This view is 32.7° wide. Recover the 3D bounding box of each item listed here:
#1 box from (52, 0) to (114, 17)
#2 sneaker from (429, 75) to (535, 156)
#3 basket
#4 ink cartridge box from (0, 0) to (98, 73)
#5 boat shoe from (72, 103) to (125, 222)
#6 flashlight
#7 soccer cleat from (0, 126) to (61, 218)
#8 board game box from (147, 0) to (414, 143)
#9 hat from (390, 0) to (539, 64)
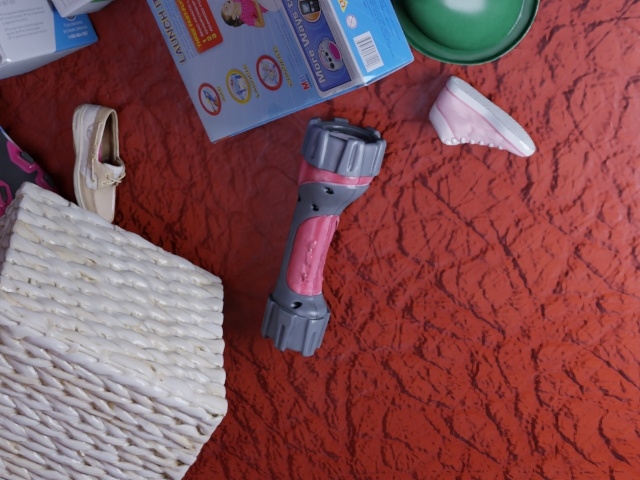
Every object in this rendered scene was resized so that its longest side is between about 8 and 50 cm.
[{"bbox_3d":[-0.293,-0.347,1.368,0.087,0.101,0.102,-23,98,23],"label":"box"},{"bbox_3d":[0.189,-0.131,1.310,0.134,0.051,0.070,40,116,6],"label":"sneaker"},{"bbox_3d":[-0.309,0.156,1.364,0.331,0.328,0.266,30,113,-22],"label":"basket"},{"bbox_3d":[-0.434,-0.356,1.344,0.129,0.223,0.307,-18,100,23],"label":"ink cartridge box"},{"bbox_3d":[-0.294,-0.099,1.467,0.059,0.063,0.170,3,107,23],"label":"boat shoe"},{"bbox_3d":[0.000,0.000,1.384,0.103,0.103,0.304,17,110,9],"label":"flashlight"},{"bbox_3d":[-0.465,-0.087,1.514,0.143,0.116,0.331,-18,106,48],"label":"soccer cleat"},{"bbox_3d":[-0.077,-0.294,1.250,0.302,0.086,0.308,-12,105,51],"label":"board game box"},{"bbox_3d":[0.130,-0.277,1.208,0.208,0.183,0.173,21,110,11],"label":"hat"}]
